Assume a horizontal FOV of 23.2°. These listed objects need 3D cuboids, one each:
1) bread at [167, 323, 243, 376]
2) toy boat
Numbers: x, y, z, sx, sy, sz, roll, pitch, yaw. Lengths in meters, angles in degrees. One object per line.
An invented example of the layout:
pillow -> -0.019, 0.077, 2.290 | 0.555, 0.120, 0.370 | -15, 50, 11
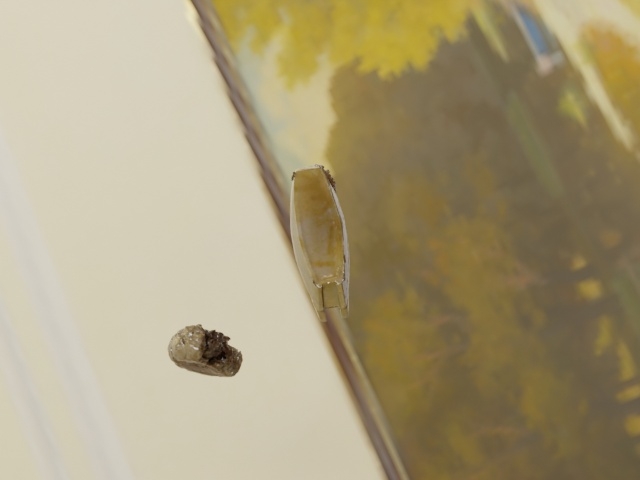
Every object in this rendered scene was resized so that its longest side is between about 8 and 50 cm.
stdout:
bread -> -0.170, 0.156, 2.227 | 0.113, 0.082, 0.060 | 33, -117, -52
toy boat -> 0.000, 0.000, 1.818 | 0.072, 0.064, 0.206 | 77, -176, -58
